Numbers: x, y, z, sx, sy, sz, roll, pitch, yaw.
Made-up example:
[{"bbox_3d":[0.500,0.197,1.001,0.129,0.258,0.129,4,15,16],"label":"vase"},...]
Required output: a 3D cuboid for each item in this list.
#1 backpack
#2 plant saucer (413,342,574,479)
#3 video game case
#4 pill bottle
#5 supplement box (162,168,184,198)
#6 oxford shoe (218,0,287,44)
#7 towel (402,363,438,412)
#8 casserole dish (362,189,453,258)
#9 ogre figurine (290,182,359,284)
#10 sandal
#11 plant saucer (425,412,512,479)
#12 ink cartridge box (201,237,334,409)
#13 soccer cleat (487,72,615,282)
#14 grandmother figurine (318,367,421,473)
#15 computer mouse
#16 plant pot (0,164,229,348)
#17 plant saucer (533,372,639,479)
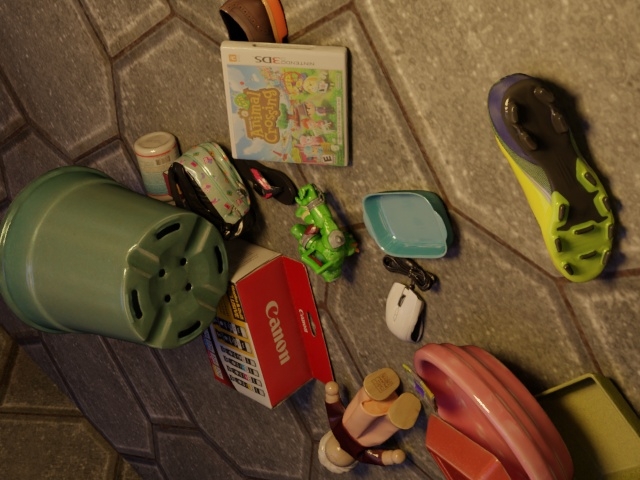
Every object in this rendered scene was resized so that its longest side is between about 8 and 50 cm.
[{"bbox_3d":[-0.207,-0.094,1.908,0.152,0.115,0.182,-6,119,58],"label":"backpack"},{"bbox_3d":[0.274,0.284,1.534,0.332,0.084,0.332,52,170,14],"label":"plant saucer"},{"bbox_3d":[-0.053,-0.212,1.572,0.193,0.023,0.212,5,132,8],"label":"video game case"},{"bbox_3d":[-0.325,-0.137,2.068,0.087,0.087,0.160,25,136,41],"label":"pill bottle"},{"bbox_3d":[-0.265,-0.125,1.998,0.043,0.083,0.055,25,138,42],"label":"supplement box"},{"bbox_3d":[-0.096,-0.268,1.615,0.097,0.098,0.271,11,127,50],"label":"oxford shoe"},{"bbox_3d":[0.164,0.240,1.630,0.083,0.009,0.060,49,168,33],"label":"towel"},{"bbox_3d":[0.139,-0.030,1.561,0.188,0.037,0.114,1,118,54],"label":"casserole dish"},{"bbox_3d":[0.000,0.000,1.730,0.118,0.097,0.197,54,140,28],"label":"ogre figurine"},{"bbox_3d":[-0.111,-0.108,1.837,0.179,0.040,0.067,32,141,36],"label":"sandal"},{"bbox_3d":[0.272,0.422,1.610,0.259,0.048,0.258,58,169,-14],"label":"plant saucer"},{"bbox_3d":[-0.129,0.168,2.027,0.272,0.130,0.309,17,131,46],"label":"ink cartridge box"},{"bbox_3d":[0.293,-0.082,1.275,0.289,0.093,0.121,64,179,-19],"label":"soccer cleat"},{"bbox_3d":[0.074,0.364,1.952,0.208,0.104,0.342,56,148,20],"label":"grandmother figurine"},{"bbox_3d":[0.140,0.109,1.678,0.106,0.042,0.193,34,142,32],"label":"computer mouse"},{"bbox_3d":[-0.373,0.047,1.890,0.334,0.341,0.341,13,128,39],"label":"plant pot"},{"bbox_3d":[0.406,0.281,1.457,0.188,0.045,0.188,55,149,5],"label":"plant saucer"}]
